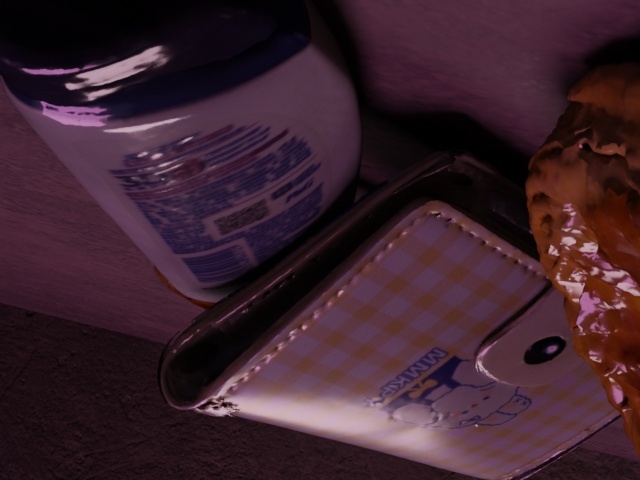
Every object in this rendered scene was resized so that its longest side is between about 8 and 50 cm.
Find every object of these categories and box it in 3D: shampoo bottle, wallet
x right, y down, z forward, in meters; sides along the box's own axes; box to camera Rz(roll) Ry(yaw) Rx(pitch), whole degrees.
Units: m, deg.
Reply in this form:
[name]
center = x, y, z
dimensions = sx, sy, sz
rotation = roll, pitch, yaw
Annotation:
[shampoo bottle]
center = -0.048, -0.054, 0.632
dimensions = 0.134, 0.078, 0.359
rotation = -19, 164, 0
[wallet]
center = 0.085, 0.062, 0.815
dimensions = 0.223, 0.077, 0.309
rotation = -36, 144, 25

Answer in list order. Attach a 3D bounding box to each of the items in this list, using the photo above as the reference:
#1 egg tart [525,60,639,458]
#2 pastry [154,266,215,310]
[egg tart]
center = 0.218, 0.067, 0.554
dimensions = 0.150, 0.352, 0.352
rotation = -27, 172, -5
[pastry]
center = -0.032, 0.027, 1.070
dimensions = 0.229, 0.100, 0.218
rotation = 16, 170, 4
